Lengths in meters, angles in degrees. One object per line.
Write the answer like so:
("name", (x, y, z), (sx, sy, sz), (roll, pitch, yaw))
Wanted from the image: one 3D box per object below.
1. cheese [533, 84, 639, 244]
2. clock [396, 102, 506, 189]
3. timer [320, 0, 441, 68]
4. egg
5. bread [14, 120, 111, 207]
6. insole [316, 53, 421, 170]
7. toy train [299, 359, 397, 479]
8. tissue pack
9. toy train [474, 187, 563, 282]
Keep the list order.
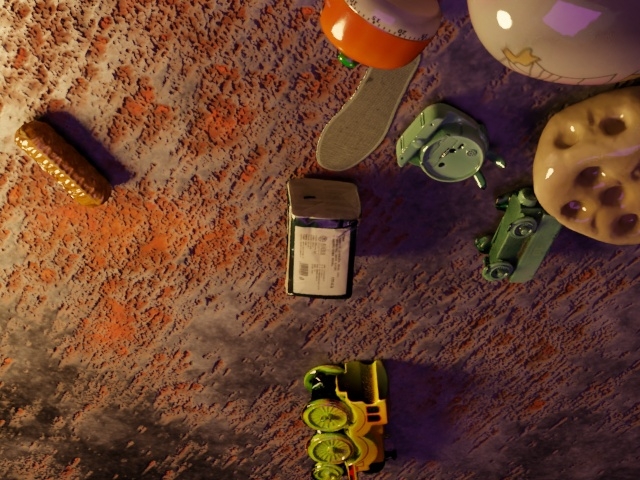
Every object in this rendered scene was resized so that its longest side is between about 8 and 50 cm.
("cheese", (0.388, -0.093, 1.272), (0.235, 0.117, 0.218), (-4, 137, 4))
("clock", (0.175, -0.118, 1.304), (0.135, 0.041, 0.101), (22, 132, -20))
("timer", (0.061, -0.247, 1.140), (0.136, 0.099, 0.136), (11, 140, 9))
("egg", (0.289, -0.257, 1.053), (0.271, 0.196, 0.196), (11, 136, -20))
("bread", (-0.343, -0.101, 1.333), (0.052, 0.044, 0.157), (-21, 131, 26))
("insole", (0.062, -0.168, 1.284), (0.080, 0.003, 0.232), (18, 134, -17))
("toy train", (0.051, 0.325, 1.725), (0.160, 0.100, 0.296), (-3, 136, 2))
("tissue pack", (0.001, -0.001, 1.397), (0.103, 0.090, 0.170), (3, 138, -1))
("toy train", (0.284, -0.006, 1.403), (0.099, 0.070, 0.172), (1, 137, -15))
